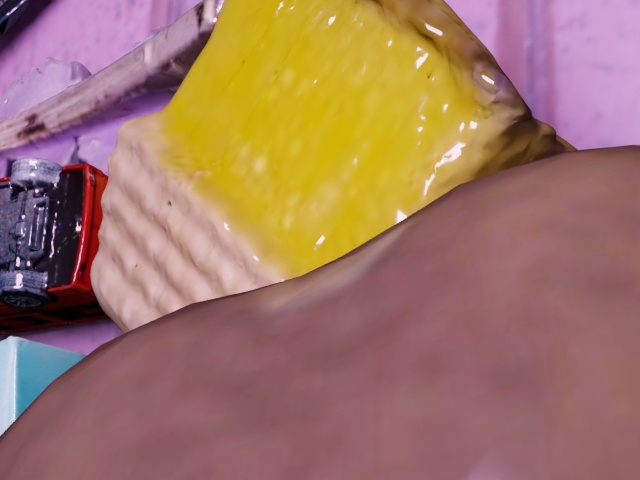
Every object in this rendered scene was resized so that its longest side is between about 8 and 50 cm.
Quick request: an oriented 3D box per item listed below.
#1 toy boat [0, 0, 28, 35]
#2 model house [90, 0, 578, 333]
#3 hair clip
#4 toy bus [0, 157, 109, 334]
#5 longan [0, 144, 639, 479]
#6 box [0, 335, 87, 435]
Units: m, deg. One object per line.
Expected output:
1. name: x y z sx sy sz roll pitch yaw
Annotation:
1. toy boat: -0.178 -0.223 0.965 0.246 0.103 0.093 -42 76 -2
2. model house: 0.000 0.000 0.693 0.234 0.175 0.193 -50 53 4
3. hair clip: -0.130 -0.077 0.879 0.292 0.084 0.106 -17 68 34
4. toy bus: -0.192 0.013 0.873 0.195 0.089 0.081 -10 66 30
5. longan: 0.059 0.170 0.480 0.404 0.336 0.404 1 97 11
6. box: -0.237 0.191 0.817 0.311 0.118 0.205 -18 64 28
